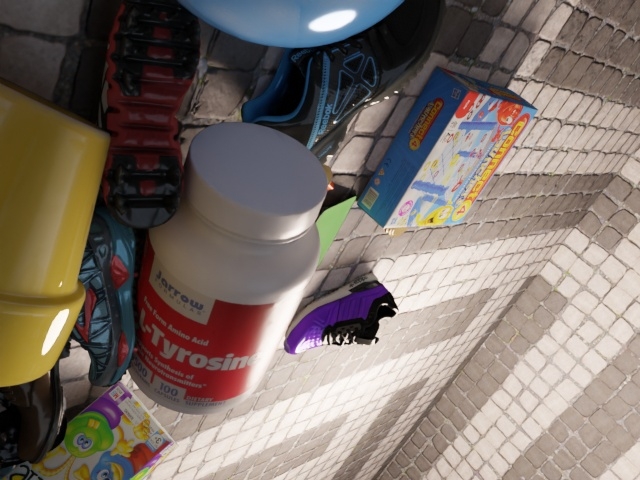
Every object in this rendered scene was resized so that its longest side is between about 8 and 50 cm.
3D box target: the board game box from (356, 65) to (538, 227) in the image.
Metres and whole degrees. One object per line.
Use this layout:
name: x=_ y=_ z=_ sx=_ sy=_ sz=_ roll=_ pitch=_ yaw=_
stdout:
board game box: x=0.261 y=-0.172 z=1.224 sx=0.302 sy=0.086 sz=0.308 roll=-4 pitch=132 yaw=-48

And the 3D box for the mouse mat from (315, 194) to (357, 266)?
mouse mat: x=0.000 y=0.000 z=1.163 sx=0.153 sy=0.007 sz=0.189 roll=-29 pitch=150 yaw=-58

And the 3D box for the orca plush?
orca plush: x=-0.481 y=0.280 z=0.835 sx=0.151 sy=0.102 sz=0.287 roll=-47 pitch=140 yaw=2

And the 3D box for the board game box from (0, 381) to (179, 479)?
board game box: x=-0.395 y=0.390 z=1.015 sx=0.275 sy=0.142 sz=0.144 roll=-41 pitch=168 yaw=-20

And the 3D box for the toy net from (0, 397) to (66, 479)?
toy net: x=-0.503 y=0.316 z=0.962 sx=0.232 sy=0.045 sz=0.122 roll=-51 pitch=139 yaw=7

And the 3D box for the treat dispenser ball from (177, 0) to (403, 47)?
treat dispenser ball: x=-0.026 y=-0.309 z=0.499 sx=0.288 sy=0.288 sz=0.288 roll=-31 pitch=148 yaw=-22

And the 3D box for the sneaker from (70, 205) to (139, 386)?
sneaker: x=-0.317 y=0.078 z=0.808 sx=0.125 sy=0.104 sz=0.261 roll=-5 pitch=109 yaw=-32

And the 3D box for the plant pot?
plant pot: x=-0.323 y=-0.031 z=0.563 sx=0.254 sy=0.254 sz=0.238 roll=24 pitch=93 yaw=-58

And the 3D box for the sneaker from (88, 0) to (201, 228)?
sneaker: x=-0.203 y=-0.158 z=0.673 sx=0.098 sy=0.135 sz=0.275 roll=0 pitch=106 yaw=-35

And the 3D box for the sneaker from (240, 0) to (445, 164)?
sneaker: x=0.035 y=-0.243 z=0.825 sx=0.340 sy=0.125 sz=0.140 roll=-50 pitch=145 yaw=7

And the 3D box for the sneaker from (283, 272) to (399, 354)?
sneaker: x=0.059 y=0.192 z=1.380 sx=0.293 sy=0.146 sz=0.102 roll=-30 pitch=147 yaw=-24

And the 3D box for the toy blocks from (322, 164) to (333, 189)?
toy blocks: x=-0.024 y=-0.074 z=1.036 sx=0.123 sy=0.054 sz=0.148 roll=-45 pitch=152 yaw=-2

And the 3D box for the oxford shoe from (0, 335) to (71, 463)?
oxford shoe: x=-0.410 y=0.200 z=0.838 sx=0.096 sy=0.083 sz=0.227 roll=2 pitch=93 yaw=-43

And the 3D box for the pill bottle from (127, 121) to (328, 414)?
pill bottle: x=-0.137 y=0.049 z=0.850 sx=0.229 sy=0.229 sz=0.407 roll=-17 pitch=145 yaw=-39

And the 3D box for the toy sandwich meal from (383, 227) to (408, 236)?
toy sandwich meal: x=0.173 y=-0.042 z=1.343 sx=0.086 sy=0.029 sz=0.085 roll=-33 pitch=153 yaw=-20
